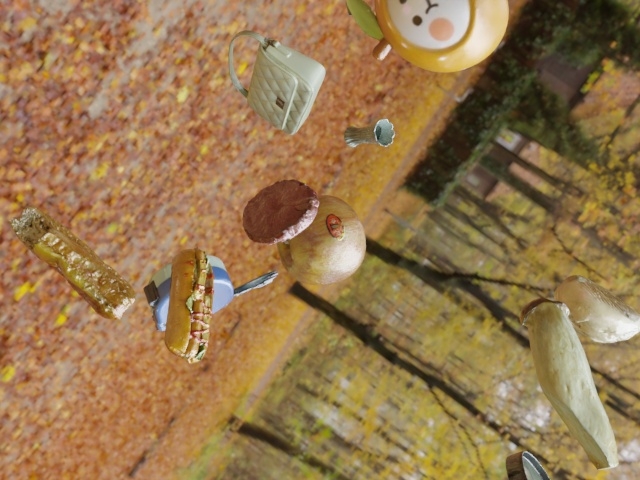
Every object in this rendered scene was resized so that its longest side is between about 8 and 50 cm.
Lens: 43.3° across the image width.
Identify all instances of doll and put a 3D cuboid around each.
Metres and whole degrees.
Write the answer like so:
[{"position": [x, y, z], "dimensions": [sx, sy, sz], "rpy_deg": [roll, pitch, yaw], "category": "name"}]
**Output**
[{"position": [0.160, -0.342, 1.220], "dimensions": [0.236, 0.213, 0.213], "rpy_deg": [-29, -169, 37], "category": "doll"}]

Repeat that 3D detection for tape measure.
[{"position": [-0.256, 0.109, 1.995], "dimensions": [0.351, 0.097, 0.215], "rpy_deg": [-19, 152, -17], "category": "tape measure"}]

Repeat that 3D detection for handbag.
[{"position": [-0.113, -0.353, 1.775], "dimensions": [0.079, 0.219, 0.256], "rpy_deg": [-58, 179, -24], "category": "handbag"}]

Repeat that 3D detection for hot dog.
[{"position": [-0.247, 0.115, 1.572], "dimensions": [0.076, 0.104, 0.250], "rpy_deg": [-19, -130, 28], "category": "hot dog"}]

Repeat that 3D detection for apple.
[{"position": [0.000, 0.000, 1.870], "dimensions": [0.188, 0.211, 0.211], "rpy_deg": [-19, 161, -19], "category": "apple"}]

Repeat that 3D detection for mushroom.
[{"position": [0.466, 0.266, 1.518], "dimensions": [0.107, 0.333, 0.087], "rpy_deg": [-6, 158, -16], "category": "mushroom"}]

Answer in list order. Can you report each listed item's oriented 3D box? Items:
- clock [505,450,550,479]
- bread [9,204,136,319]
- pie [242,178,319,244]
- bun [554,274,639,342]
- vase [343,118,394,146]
[{"position": [0.478, 0.564, 1.763], "dimensions": [0.042, 0.215, 0.215], "rpy_deg": [-33, -178, 19], "category": "clock"}, {"position": [-0.653, 0.060, 2.116], "dimensions": [0.109, 0.380, 0.185], "rpy_deg": [-46, -167, -2], "category": "bread"}, {"position": [-0.075, -0.051, 1.488], "dimensions": [0.154, 0.154, 0.036], "rpy_deg": [-52, 137, -18], "category": "pie"}, {"position": [0.658, 0.175, 1.936], "dimensions": [0.237, 0.210, 0.116], "rpy_deg": [20, 108, -39], "category": "bun"}, {"position": [0.134, -0.306, 2.327], "dimensions": [0.149, 0.081, 0.081], "rpy_deg": [3, -134, 49], "category": "vase"}]
